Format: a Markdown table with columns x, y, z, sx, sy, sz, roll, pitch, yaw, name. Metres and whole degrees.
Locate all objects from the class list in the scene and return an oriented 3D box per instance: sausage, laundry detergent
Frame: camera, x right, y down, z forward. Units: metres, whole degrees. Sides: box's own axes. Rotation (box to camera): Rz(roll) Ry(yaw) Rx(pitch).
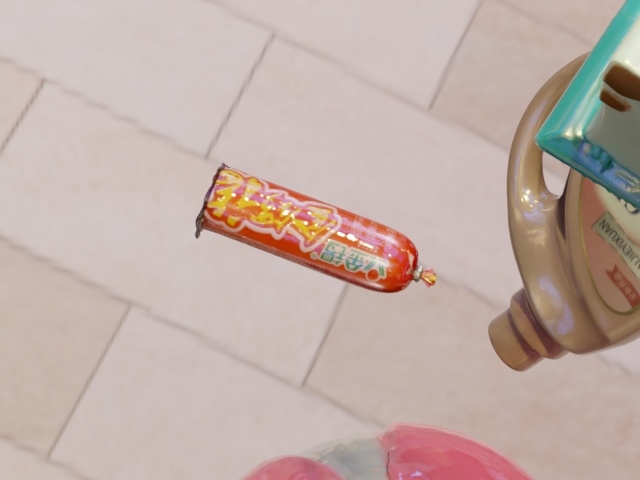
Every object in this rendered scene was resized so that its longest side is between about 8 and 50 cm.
| x | y | z | sx | sy | sz | roll | pitch | yaw | name |
| --- | --- | --- | --- | --- | --- | --- | --- | --- | --- |
| 0.000 | 0.000 | 1.154 | 0.145 | 0.048 | 0.050 | 21 | 44 | 2 | sausage |
| 0.184 | -0.026 | 1.247 | 0.171 | 0.237 | 0.076 | 57 | 31 | 8 | laundry detergent |

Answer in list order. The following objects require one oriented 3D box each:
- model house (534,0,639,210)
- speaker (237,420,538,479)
| x | y | z | sx | sy | sz | roll | pitch | yaw | name |
| --- | --- | --- | --- | --- | --- | --- | --- | --- | --- |
| 0.157 | -0.043 | 0.693 | 0.127 | 0.149 | 0.100 | 34 | 75 | 3 | model house |
| 0.031 | 0.263 | 1.277 | 0.294 | 0.294 | 0.294 | 7 | 60 | -12 | speaker |
